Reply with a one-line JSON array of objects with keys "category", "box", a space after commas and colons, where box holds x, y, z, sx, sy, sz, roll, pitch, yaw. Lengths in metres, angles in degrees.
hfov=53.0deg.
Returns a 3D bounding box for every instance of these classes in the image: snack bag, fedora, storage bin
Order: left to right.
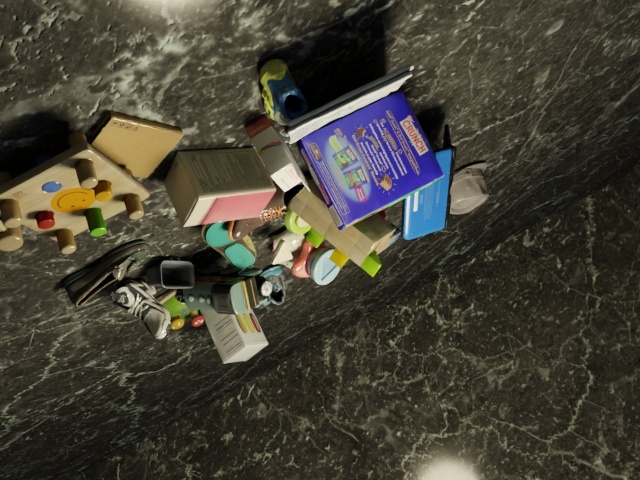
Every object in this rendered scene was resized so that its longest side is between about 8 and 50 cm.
[{"category": "storage bin", "box": [-0.476, 0.105, 2.009, 0.091, 0.098, 0.135, -10, 171, 34]}, {"category": "snack bag", "box": [0.056, -0.323, 1.590, 0.322, 0.037, 0.342, -27, -175, -3]}, {"category": "fedora", "box": [0.581, -0.192, 2.577, 0.275, 0.124, 0.244, -14, 154, -33]}]

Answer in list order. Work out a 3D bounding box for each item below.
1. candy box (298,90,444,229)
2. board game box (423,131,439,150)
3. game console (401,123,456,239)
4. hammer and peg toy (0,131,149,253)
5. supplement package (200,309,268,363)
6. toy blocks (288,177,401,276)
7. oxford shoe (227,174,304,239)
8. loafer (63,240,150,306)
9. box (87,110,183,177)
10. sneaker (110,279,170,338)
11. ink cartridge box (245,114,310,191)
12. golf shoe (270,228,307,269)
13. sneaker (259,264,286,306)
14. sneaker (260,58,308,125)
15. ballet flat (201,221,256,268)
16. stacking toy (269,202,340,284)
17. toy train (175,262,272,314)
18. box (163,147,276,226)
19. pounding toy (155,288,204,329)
[{"category": "candy box", "box": [0.138, -0.218, 1.775, 0.317, 0.268, 0.122, -26, 180, -8]}, {"category": "board game box", "box": [0.253, -0.265, 2.085, 0.233, 0.078, 0.347, -36, 157, 16]}, {"category": "game console", "box": [0.334, -0.187, 2.036, 0.250, 0.173, 0.293, -17, 127, -20]}, {"category": "hammer and peg toy", "box": [-0.587, -0.072, 1.388, 0.361, 0.128, 0.266, -26, 157, 5]}, {"category": "supplement package", "box": [-0.329, 0.324, 2.435, 0.134, 0.244, 0.139, -40, 156, 25]}, {"category": "toy blocks", "box": [0.095, -0.084, 1.984, 0.261, 0.381, 0.191, -31, 156, -53]}, {"category": "oxford shoe", "box": [-0.153, -0.095, 1.803, 0.271, 0.098, 0.097, -50, 152, -21]}, {"category": "loafer", "box": [-0.598, 0.098, 1.834, 0.267, 0.084, 0.096, -29, 158, 0]}, {"category": "box", "box": [-0.433, -0.211, 1.453, 0.164, 0.021, 0.201, -41, 155, 27]}, {"category": "sneaker", "box": [-0.555, 0.198, 1.935, 0.153, 0.235, 0.094, 19, 121, -46]}, {"category": "ink cartridge box", "box": [-0.106, -0.203, 1.625, 0.067, 0.198, 0.115, -31, 158, 6]}, {"category": "golf shoe", "box": [-0.108, 0.046, 2.306, 0.140, 0.115, 0.306, -17, 148, -8]}, {"category": "sneaker", "box": [-0.198, 0.209, 2.502, 0.104, 0.125, 0.262, -18, 155, -25]}, {"category": "sneaker", "box": [-0.080, -0.313, 1.516, 0.091, 0.126, 0.240, -29, 158, 0]}, {"category": "ballet flat", "box": [-0.281, -0.024, 1.918, 0.123, 0.123, 0.349, -28, 155, -1]}, {"category": "stacking toy", "box": [0.000, 0.000, 2.121, 0.279, 0.130, 0.309, 10, 105, -49]}, {"category": "toy train", "box": [-0.318, 0.160, 2.075, 0.333, 0.142, 0.190, 1, -165, 37]}, {"category": "box", "box": [-0.258, -0.139, 1.648, 0.232, 0.149, 0.127, -10, 152, -38]}, {"category": "pounding toy", "box": [-0.492, 0.255, 2.269, 0.182, 0.110, 0.237, -28, 158, -4]}]
